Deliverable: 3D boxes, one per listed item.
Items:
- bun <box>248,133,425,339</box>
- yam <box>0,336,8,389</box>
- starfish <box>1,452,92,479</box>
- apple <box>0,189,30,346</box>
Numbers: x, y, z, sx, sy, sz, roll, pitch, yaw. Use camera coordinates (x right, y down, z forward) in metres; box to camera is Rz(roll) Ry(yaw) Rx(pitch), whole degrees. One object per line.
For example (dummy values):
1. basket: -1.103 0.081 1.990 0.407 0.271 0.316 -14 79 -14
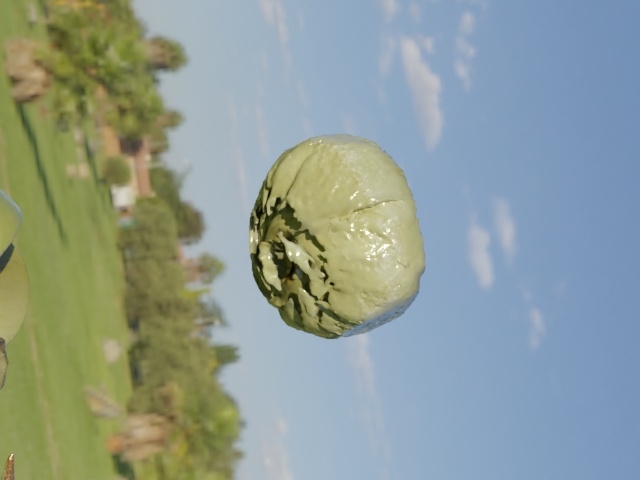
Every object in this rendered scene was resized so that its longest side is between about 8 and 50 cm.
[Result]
1. bun: 0.000 0.000 1.586 0.259 0.152 0.259 35 -46 47
2. yam: -0.445 0.086 1.294 0.066 0.299 0.066 -27 -127 42
3. starfish: -0.397 0.399 1.815 0.238 0.213 0.057 59 -23 19
4. apple: -0.541 0.040 1.874 0.254 0.292 0.292 -69 164 -48
